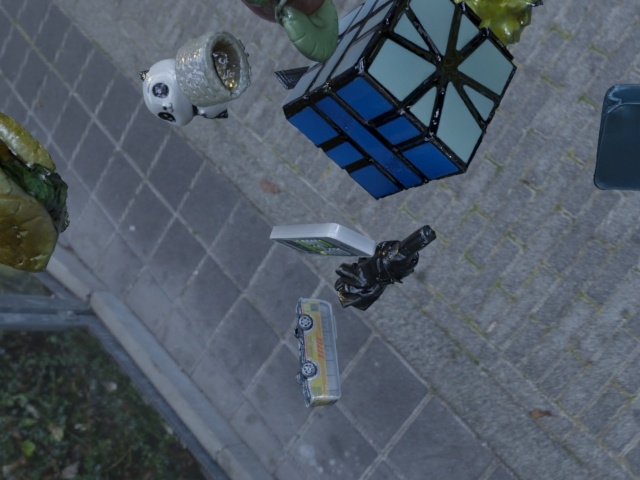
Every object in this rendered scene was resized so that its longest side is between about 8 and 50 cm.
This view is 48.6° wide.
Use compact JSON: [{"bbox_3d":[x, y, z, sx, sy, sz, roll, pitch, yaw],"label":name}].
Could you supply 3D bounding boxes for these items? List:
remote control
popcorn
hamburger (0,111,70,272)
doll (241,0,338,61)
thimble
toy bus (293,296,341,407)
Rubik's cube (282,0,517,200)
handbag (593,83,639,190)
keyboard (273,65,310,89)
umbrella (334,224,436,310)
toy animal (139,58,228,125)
[{"bbox_3d":[0.000,0.000,1.315,0.250,0.103,0.034,1,69,60],"label":"remote control"},{"bbox_3d":[0.365,-0.532,1.583,0.225,0.249,0.249,32,104,46],"label":"popcorn"},{"bbox_3d":[-0.469,-0.073,0.961,0.265,0.285,0.134,16,54,19],"label":"hamburger"},{"bbox_3d":[-0.040,-0.437,1.081,0.216,0.284,0.269,-13,63,34],"label":"doll"},{"bbox_3d":[-0.181,-0.288,1.193,0.090,0.102,0.115,-8,116,41],"label":"thimble"},{"bbox_3d":[-0.009,0.276,1.766,0.092,0.106,0.268,114,154,-59],"label":"toy bus"},{"bbox_3d":[0.148,-0.287,1.341,0.283,0.288,0.294,-18,36,57],"label":"Rubik's cube"},{"bbox_3d":[0.586,-0.179,1.259,0.179,0.229,0.062,5,57,19],"label":"handbag"},{"bbox_3d":[-0.048,-0.435,1.887,0.061,0.204,0.013,50,126,9],"label":"keyboard"},{"bbox_3d":[0.125,0.045,1.375,0.340,0.118,0.118,135,126,-61],"label":"umbrella"},{"bbox_3d":[-0.368,-0.412,1.946,0.165,0.235,0.187,-110,14,-46],"label":"toy animal"}]
